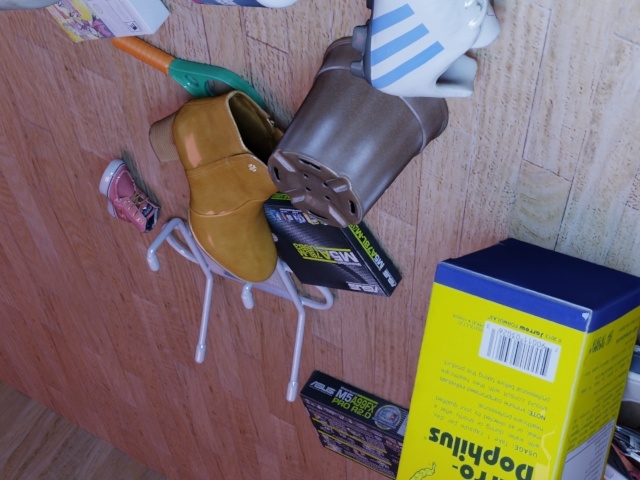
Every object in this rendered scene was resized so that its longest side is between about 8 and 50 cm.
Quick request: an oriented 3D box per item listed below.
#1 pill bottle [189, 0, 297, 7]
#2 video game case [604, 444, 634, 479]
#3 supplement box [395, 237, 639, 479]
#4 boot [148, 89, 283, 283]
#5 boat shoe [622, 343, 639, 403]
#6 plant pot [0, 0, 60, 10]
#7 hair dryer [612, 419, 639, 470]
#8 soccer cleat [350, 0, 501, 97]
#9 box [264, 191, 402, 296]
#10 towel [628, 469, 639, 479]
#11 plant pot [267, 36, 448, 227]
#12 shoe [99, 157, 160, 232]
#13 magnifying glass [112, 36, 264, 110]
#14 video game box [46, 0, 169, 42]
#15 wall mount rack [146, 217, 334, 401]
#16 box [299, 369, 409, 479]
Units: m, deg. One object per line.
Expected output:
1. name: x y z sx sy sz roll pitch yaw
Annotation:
1. pill bottle: -0.066 -0.295 1.255 0.180 0.108 0.108 11 146 39
2. video game case: 0.356 0.268 1.704 0.173 0.022 0.190 39 -170 -9
3. supplement box: 0.232 0.202 1.444 0.195 0.194 0.357 18 107 30
4. boot: -0.098 -0.062 1.632 0.211 0.104 0.295 -5 125 50
5. boat shoe: 0.424 0.169 1.505 0.254 0.079 0.095 11 149 44
6. plant pot: -0.200 -0.372 1.108 0.280 0.323 0.323 4 144 20
7. hair dryer: 0.414 0.251 1.618 0.223 0.080 0.293 27 171 29
8. soccer cleat: 0.107 -0.252 1.145 0.143 0.116 0.331 13 153 8
9. box: 0.000 0.000 1.760 0.190 0.045 0.184 7 140 46
10. towel: 0.585 0.499 1.860 0.237 0.037 0.329 35 163 43
11. plant pot: 0.035 -0.114 1.381 0.167 0.165 0.167 27 154 14
12. shoe: -0.308 -0.071 1.992 0.081 0.063 0.178 29 159 8
13. magnifying glass: -0.176 -0.221 1.617 0.231 0.026 0.092 28 154 11
14. video game box: -0.312 -0.344 1.535 0.187 0.048 0.205 3 140 45
15. wall mount rack: -0.139 0.108 2.015 0.350 0.130 0.304 20 151 30
16. box: 0.106 0.361 2.243 0.270 0.060 0.216 21 152 28
